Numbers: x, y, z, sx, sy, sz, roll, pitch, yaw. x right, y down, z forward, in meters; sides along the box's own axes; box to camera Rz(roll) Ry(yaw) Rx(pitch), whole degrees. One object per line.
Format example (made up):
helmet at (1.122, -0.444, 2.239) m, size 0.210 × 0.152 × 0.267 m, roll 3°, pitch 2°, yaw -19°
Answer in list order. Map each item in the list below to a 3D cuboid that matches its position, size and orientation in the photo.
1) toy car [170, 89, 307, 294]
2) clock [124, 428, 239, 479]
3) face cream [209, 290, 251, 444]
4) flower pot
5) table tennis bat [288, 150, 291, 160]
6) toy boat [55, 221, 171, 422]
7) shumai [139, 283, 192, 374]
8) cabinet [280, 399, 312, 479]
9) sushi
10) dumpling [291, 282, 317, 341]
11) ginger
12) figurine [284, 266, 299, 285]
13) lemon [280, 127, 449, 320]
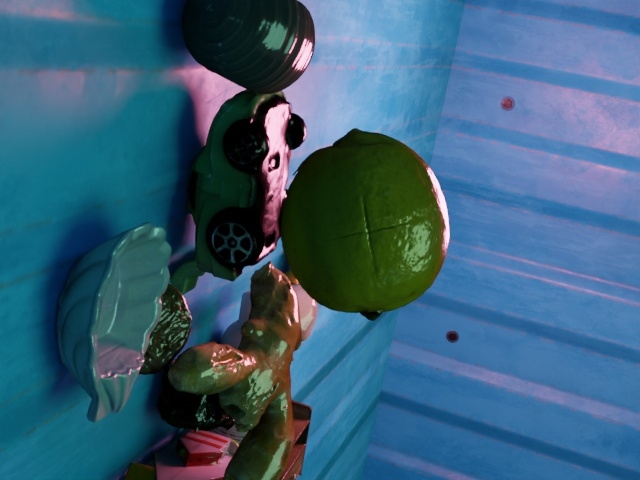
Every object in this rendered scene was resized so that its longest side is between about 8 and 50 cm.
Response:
toy car at (-0.143, -0.081, 1.448) m, size 0.213 × 0.176 × 0.359 m, roll -42°, pitch 140°, yaw -65°
clock at (-0.271, 0.494, 1.537) m, size 0.309 × 0.166 × 0.235 m, roll -9°, pitch 113°, yaw -80°
face cream at (-0.146, 0.256, 1.760) m, size 0.145 × 0.145 × 0.370 m, roll -33°, pitch 137°, yaw -66°
flower pot at (-0.109, -0.316, 1.297) m, size 0.157 × 0.189 × 0.243 m, roll -63°, pitch 157°, yaw 9°
table tennis bat at (-0.112, -0.129, 1.757) m, size 0.154 × 0.021 × 0.274 m, roll 86°, pitch 23°, yaw -48°
toy boat at (-0.300, 0.106, 1.202) m, size 0.199 × 0.100 × 0.290 m, roll -23°, pitch 126°, yaw -69°
shumai at (-0.280, 0.145, 1.362) m, size 0.123 × 0.105 × 0.139 m, roll 32°, pitch 56°, yaw -28°
cabinet at (-0.122, 0.517, 2.070) m, size 0.175 × 0.148 × 0.215 m, roll -44°, pitch 146°, yaw -61°
sushi at (-0.215, 0.283, 1.587) m, size 0.225 × 0.124 × 0.127 m, roll 5°, pitch 97°, yaw -69°
dumpling at (-0.073, 0.184, 1.997) m, size 0.166 × 0.126 × 0.216 m, roll 95°, pitch 6°, yaw -71°
ginger at (-0.102, 0.252, 1.527) m, size 0.348 × 0.122 × 0.363 m, roll -50°, pitch 125°, yaw -41°
figurine at (0.000, 0.000, 2.061) m, size 0.263 × 0.143 × 0.162 m, roll -55°, pitch 155°, yaw -6°
lemon at (0.072, -0.026, 1.406) m, size 0.297 × 0.297 × 0.297 m, roll 15°, pitch 90°, yaw -74°
